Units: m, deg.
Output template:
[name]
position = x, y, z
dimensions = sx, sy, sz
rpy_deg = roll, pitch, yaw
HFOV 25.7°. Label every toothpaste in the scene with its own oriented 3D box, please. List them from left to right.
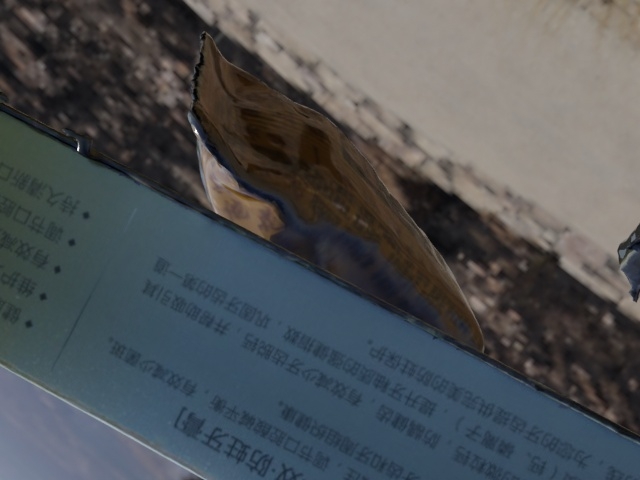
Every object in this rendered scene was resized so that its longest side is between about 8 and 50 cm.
[toothpaste]
position = 0.005, 0.044, 0.378
dimensions = 0.313, 0.071, 0.089
rpy_deg = 27, 176, 12

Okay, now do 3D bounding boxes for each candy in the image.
[candy]
position = 0.000, 0.000, 0.808
dimensions = 0.271, 0.101, 0.143
rpy_deg = 53, -170, -31

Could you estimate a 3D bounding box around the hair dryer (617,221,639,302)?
[hair dryer]
position = 0.201, -0.098, 0.389
dimensions = 0.359, 0.304, 0.120
rpy_deg = -57, 46, 44
